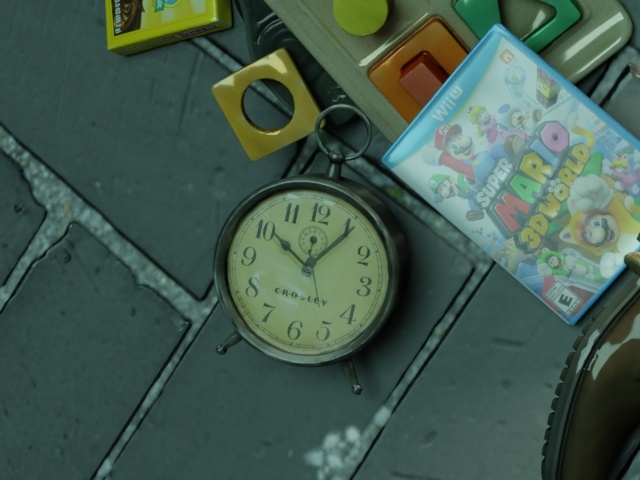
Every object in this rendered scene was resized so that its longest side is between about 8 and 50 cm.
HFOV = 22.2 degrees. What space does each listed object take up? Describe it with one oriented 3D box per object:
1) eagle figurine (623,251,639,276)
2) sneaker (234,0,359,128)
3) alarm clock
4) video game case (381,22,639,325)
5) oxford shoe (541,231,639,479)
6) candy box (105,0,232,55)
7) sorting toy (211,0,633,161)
[{"bbox_3d":[0.358,-0.011,0.880,0.298,0.226,0.225,-45,16,-15],"label":"eagle figurine"},{"bbox_3d":[-0.026,-0.192,1.175,0.087,0.130,0.227,-30,96,18],"label":"sneaker"},{"bbox_3d":[0.000,0.000,1.115,0.129,0.064,0.192,16,104,13],"label":"alarm clock"},{"bbox_3d":[0.139,-0.043,1.052,0.166,0.015,0.119,41,105,6],"label":"video game case"},{"bbox_3d":[0.211,0.070,0.989,0.096,0.083,0.227,34,100,26],"label":"oxford shoe"},{"bbox_3d":[-0.123,-0.254,1.266,0.105,0.027,0.206,-10,77,26],"label":"candy box"},{"bbox_3d":[0.077,-0.153,1.075,0.348,0.047,0.196,-39,98,20],"label":"sorting toy"}]
